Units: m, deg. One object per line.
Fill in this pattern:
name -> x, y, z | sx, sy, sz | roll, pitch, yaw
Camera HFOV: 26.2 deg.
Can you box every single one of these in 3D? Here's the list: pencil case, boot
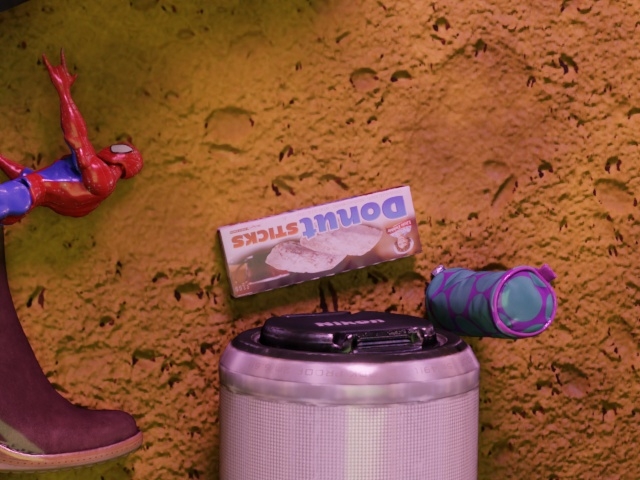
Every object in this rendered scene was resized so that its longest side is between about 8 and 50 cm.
pencil case -> 0.148, 0.053, 1.216 | 0.070, 0.152, 0.064 | -45, 103, -15
boot -> -0.267, 0.089, 1.157 | 0.249, 0.090, 0.206 | 3, 86, -24

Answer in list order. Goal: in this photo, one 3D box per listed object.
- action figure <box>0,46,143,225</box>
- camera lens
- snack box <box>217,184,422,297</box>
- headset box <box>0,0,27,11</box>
action figure -> -0.277, -0.061, 1.123 | 0.280, 0.091, 0.139 | -19, 82, -36
camera lens -> 0.023, 0.204, 1.165 | 0.219, 0.219, 0.274 | -1, 95, -13
snack box -> 0.000, 0.000, 1.243 | 0.178, 0.022, 0.064 | -13, 96, -11
headset box -> -0.369, -0.280, 1.004 | 0.246, 0.131, 0.283 | -23, 139, -11
